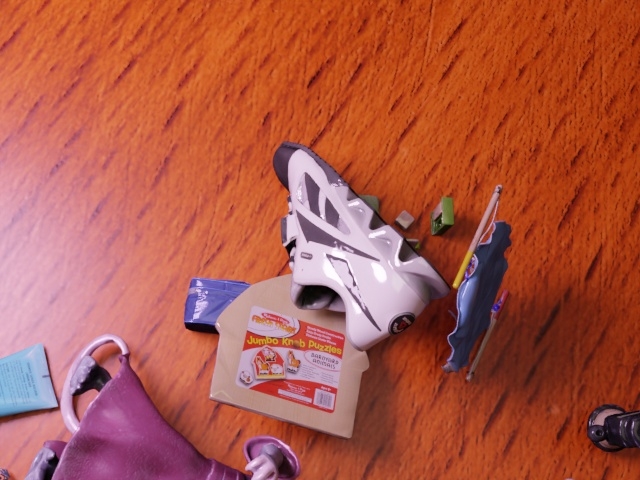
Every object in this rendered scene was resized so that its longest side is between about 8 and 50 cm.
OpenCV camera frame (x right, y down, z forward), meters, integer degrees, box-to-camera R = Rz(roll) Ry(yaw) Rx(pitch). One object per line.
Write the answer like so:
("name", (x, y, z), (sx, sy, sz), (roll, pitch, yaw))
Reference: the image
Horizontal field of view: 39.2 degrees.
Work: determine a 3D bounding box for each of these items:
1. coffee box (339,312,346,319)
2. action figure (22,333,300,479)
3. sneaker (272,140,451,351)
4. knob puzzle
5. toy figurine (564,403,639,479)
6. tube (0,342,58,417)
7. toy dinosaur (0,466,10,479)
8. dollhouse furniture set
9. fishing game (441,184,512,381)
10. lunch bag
("coffee box", (0.008, 0.108, 1.125), (0.184, 0.040, 0.113), (-42, 83, -16))
("action figure", (-0.146, 0.302, 1.005), (0.370, 0.276, 0.248), (30, 91, -18))
("sneaker", (0.000, 0.000, 1.066), (0.146, 0.122, 0.330), (-43, 44, 2))
("knob puzzle", (-0.035, 0.126, 1.066), (0.213, 0.030, 0.213), (11, 57, -17))
("toy figurine", (0.386, 0.317, 1.064), (0.213, 0.148, 0.209), (33, 79, 1))
("tube", (-0.420, 0.186, 1.049), (0.207, 0.052, 0.080), (-15, 81, -16))
("toy dinosaur", (-0.395, 0.294, 1.024), (0.082, 0.047, 0.090), (-44, 94, 2))
("dollhouse furniture set", (0.093, -0.029, 1.166), (0.151, 0.058, 0.076), (3, 73, -6))
("fishing game", (0.180, 0.065, 1.057), (0.041, 0.264, 0.189), (18, 69, 22))
("lunch bag", (-0.117, 0.079, 1.104), (0.098, 0.067, 0.065), (7, 74, -6))
